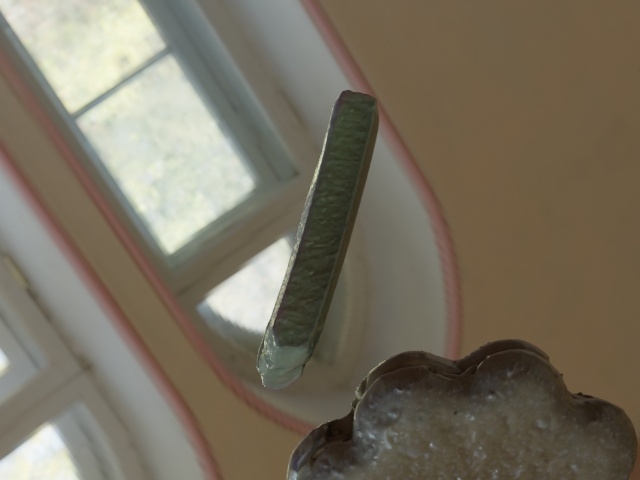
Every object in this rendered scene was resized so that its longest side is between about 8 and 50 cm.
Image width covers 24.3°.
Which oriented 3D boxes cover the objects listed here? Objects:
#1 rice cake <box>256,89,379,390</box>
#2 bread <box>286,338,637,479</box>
[{"bbox_3d":[0.000,-0.001,1.085,0.080,0.042,0.221,103,3,-61],"label":"rice cake"},{"bbox_3d":[0.134,0.187,1.420,0.337,0.183,0.102,-7,-160,-6],"label":"bread"}]
